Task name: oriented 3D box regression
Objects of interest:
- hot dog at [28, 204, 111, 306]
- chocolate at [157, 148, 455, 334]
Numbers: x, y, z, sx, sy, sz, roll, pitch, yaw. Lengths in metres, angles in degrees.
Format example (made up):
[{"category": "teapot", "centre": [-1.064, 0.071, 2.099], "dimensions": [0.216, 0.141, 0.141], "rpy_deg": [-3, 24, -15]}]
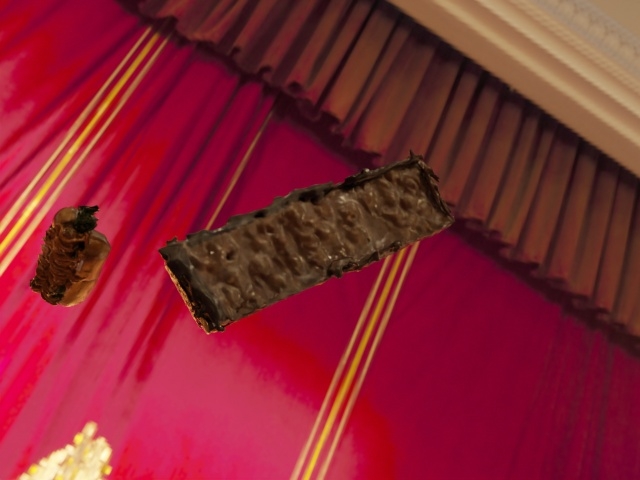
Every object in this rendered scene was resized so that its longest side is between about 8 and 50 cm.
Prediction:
[{"category": "hot dog", "centre": [-0.271, 0.023, 1.020], "dimensions": [0.072, 0.055, 0.188], "rpy_deg": [46, -35, 6]}, {"category": "chocolate", "centre": [-0.004, 0.000, 0.925], "dimensions": [0.102, 0.329, 0.065], "rpy_deg": [58, -36, 14]}]
